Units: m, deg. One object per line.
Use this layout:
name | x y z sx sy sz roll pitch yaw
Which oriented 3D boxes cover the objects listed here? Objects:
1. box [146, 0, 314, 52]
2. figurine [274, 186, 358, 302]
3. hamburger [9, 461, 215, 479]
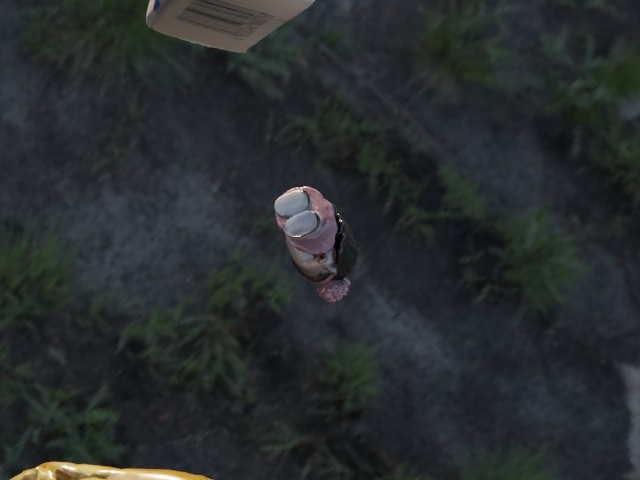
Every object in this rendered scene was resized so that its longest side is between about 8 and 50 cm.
box | -0.009 -0.276 0.812 0.065 0.200 0.343 15 86 -12
figurine | 0.000 0.000 1.260 0.054 0.129 0.072 -26 71 -2
hamburger | -0.119 0.272 0.900 0.318 0.319 0.158 53 9 5
